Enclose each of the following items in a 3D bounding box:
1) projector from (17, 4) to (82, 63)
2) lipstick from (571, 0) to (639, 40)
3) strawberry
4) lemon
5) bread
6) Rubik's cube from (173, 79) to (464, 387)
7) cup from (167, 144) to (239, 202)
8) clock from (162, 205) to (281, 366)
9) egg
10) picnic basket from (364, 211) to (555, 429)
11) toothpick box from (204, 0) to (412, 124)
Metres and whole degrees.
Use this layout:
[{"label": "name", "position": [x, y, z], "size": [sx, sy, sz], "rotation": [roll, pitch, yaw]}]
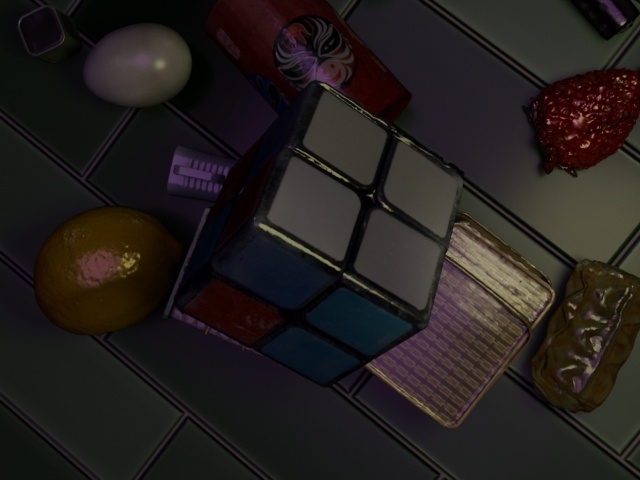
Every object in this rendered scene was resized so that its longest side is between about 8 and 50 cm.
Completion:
[{"label": "projector", "position": [-0.519, -0.394, 1.696], "size": [0.083, 0.082, 0.083], "rotation": [-22, 87, 8]}, {"label": "lipstick", "position": [0.440, -0.483, 1.549], "size": [0.081, 0.081, 0.300], "rotation": [-38, 85, 7]}, {"label": "strawberry", "position": [0.482, -0.212, 1.531], "size": [0.228, 0.098, 0.175], "rotation": [-17, 88, 9]}, {"label": "lemon", "position": [-0.392, 0.054, 1.604], "size": [0.263, 0.236, 0.236], "rotation": [-39, 84, -16]}, {"label": "bread", "position": [0.462, 0.168, 1.521], "size": [0.152, 0.130, 0.268], "rotation": [25, 94, -1]}, {"label": "Rubik's cube", "position": [0.000, 0.000, 1.406], "size": [0.316, 0.318, 0.313], "rotation": [30, 52, -15]}, {"label": "cup", "position": [-0.215, -0.119, 1.627], "size": [0.129, 0.128, 0.095], "rotation": [12, 90, 6]}, {"label": "clock", "position": [-0.128, 0.086, 1.630], "size": [0.255, 0.106, 0.220], "rotation": [23, 95, 4]}, {"label": "egg", "position": [-0.339, -0.321, 1.634], "size": [0.209, 0.151, 0.151], "rotation": [-12, 88, 14]}, {"label": "picnic basket", "position": [0.229, 0.131, 1.521], "size": [0.228, 0.175, 0.313], "rotation": [38, 95, 2]}, {"label": "toothpick box", "position": [-0.022, -0.311, 1.560], "size": [0.204, 0.204, 0.333], "rotation": [-41, 83, 7]}]
